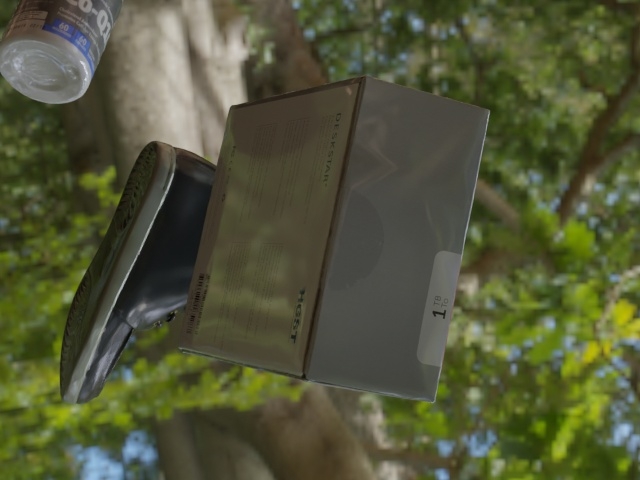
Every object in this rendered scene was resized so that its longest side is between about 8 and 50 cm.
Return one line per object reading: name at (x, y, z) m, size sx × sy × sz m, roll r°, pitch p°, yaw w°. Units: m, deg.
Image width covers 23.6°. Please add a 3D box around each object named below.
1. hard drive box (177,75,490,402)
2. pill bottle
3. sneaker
hard drive box at (0.000, 0.000, 0.985) m, size 0.089 × 0.181 × 0.232 m, roll 13°, pitch 176°, yaw -22°
pill bottle at (-0.205, -0.184, 1.241) m, size 0.078 × 0.078 × 0.137 m, roll 3°, pitch -128°, yaw 15°
sneaker at (-0.117, 0.043, 1.179) m, size 0.118 × 0.222 × 0.083 m, roll 20°, pitch -162°, yaw -22°
